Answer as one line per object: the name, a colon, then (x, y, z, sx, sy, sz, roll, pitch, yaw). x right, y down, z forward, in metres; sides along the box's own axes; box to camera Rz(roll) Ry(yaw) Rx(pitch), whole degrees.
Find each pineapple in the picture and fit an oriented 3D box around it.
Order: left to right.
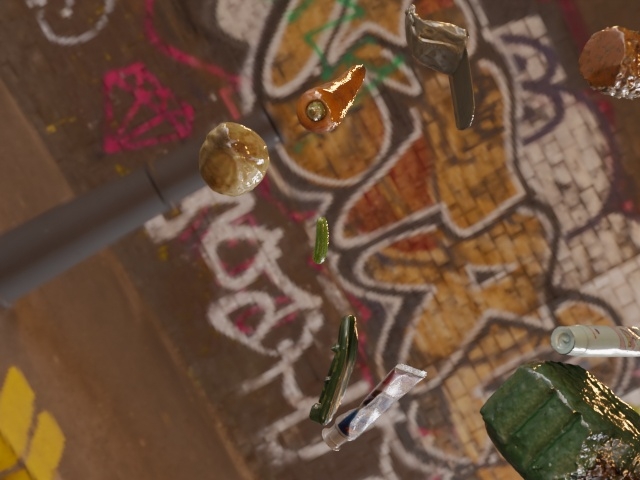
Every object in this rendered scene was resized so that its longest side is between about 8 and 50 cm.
pineapple: (0.703, -0.369, 2.307, 0.278, 0.158, 0.158, 13, 36, -38)

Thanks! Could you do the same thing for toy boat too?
toy boat: (0.031, 0.235, 1.896, 0.104, 0.052, 0.210, -74, 180, -83)

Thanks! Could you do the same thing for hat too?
hat: (0.236, -0.349, 2.117, 0.214, 0.149, 0.245, -86, 180, -78)

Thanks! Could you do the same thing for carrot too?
carrot: (0.021, -0.200, 1.443, 0.061, 0.061, 0.257, 61, 23, -12)

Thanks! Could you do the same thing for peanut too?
peanut: (-0.177, -0.163, 2.123, 0.140, 0.159, 0.109, 30, 35, -3)

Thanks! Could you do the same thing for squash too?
squash: (0.001, 0.001, 1.883, 0.027, 0.027, 0.089, -114, -151, -67)

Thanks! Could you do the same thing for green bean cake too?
green bean cake: (0.423, 0.339, 1.641, 0.300, 0.169, 0.308, 47, 14, 29)

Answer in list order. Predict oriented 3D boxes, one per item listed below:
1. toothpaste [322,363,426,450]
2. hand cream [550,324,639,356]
toothpaste: (0.110, 0.356, 2.249, 0.096, 0.266, 0.061, 23, 32, -43)
hand cream: (0.537, 0.189, 1.938, 0.331, 0.058, 0.085, 8, 28, -45)
